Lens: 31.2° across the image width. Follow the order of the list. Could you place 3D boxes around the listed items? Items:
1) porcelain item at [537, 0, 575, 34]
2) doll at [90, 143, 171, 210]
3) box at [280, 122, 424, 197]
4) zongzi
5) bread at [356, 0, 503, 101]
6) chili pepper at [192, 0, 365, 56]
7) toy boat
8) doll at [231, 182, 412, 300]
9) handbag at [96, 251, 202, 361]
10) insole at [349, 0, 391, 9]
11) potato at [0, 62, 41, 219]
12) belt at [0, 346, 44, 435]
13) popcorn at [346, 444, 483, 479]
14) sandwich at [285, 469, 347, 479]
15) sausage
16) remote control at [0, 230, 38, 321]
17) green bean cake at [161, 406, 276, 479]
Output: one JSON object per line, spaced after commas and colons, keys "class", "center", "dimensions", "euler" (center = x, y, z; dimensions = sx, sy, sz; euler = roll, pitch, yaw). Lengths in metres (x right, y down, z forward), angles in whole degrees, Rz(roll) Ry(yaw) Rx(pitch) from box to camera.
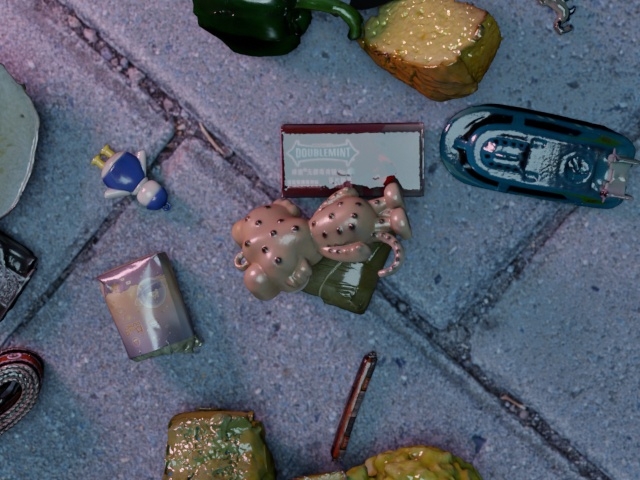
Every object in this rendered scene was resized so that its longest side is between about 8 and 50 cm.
{"class": "porcelain item", "center": [0.364, -0.388, 1.753], "dimensions": [0.075, 0.021, 0.136], "euler": [-32, 95, 6]}
{"class": "doll", "center": [-0.293, -0.093, 1.806], "dimensions": [0.143, 0.057, 0.098], "euler": [37, 77, -4]}
{"class": "box", "center": [0.050, -0.124, 1.781], "dimensions": [0.224, 0.069, 0.120], "euler": [1, 98, 4]}
{"class": "zongzi", "center": [0.021, 0.003, 1.803], "dimensions": [0.178, 0.081, 0.189], "euler": [22, 90, 15]}
{"class": "bread", "center": [0.177, -0.285, 1.696], "dimensions": [0.139, 0.229, 0.143], "euler": [36, 90, -40]}
{"class": "chili pepper", "center": [-0.062, -0.360, 1.709], "dimensions": [0.261, 0.174, 0.165], "euler": [2, 70, 6]}
{"class": "toy boat", "center": [0.333, -0.128, 1.757], "dimensions": [0.299, 0.092, 0.134], "euler": [10, 101, 1]}
{"class": "doll", "center": [0.000, -0.002, 1.726], "dimensions": [0.278, 0.119, 0.154], "euler": [-10, 62, 15]}
{"class": "handbag", "center": [-0.270, 0.114, 1.814], "dimensions": [0.117, 0.095, 0.173], "euler": [-21, 93, 9]}
{"class": "insole", "center": [0.099, -0.372, 1.736], "dimensions": [0.135, 0.002, 0.045], "euler": [-7, 54, 35]}
{"class": "potato", "center": [-0.580, -0.176, 1.750], "dimensions": [0.246, 0.196, 0.299], "euler": [-33, 121, -27]}
{"class": "belt", "center": [-0.571, 0.323, 1.855], "dimensions": [0.126, 0.094, 0.359], "euler": [41, 99, -7]}
{"class": "popcorn", "center": [0.140, 0.432, 1.789], "dimensions": [0.256, 0.195, 0.255], "euler": [-42, 95, -2]}
{"class": "sandwich", "center": [0.003, 0.412, 1.797], "dimensions": [0.114, 0.163, 0.079], "euler": [-12, 72, 7]}
{"class": "sausage", "center": [0.053, 0.270, 1.853], "dimensions": [0.028, 0.025, 0.198], "euler": [13, 100, -31]}
{"class": "remote control", "center": [-0.636, -0.032, 1.826], "dimensions": [0.399, 0.062, 0.144], "euler": [34, 97, -1]}
{"class": "green bean cake", "center": [-0.158, 0.413, 1.738], "dimensions": [0.202, 0.310, 0.284], "euler": [0, 100, 5]}
